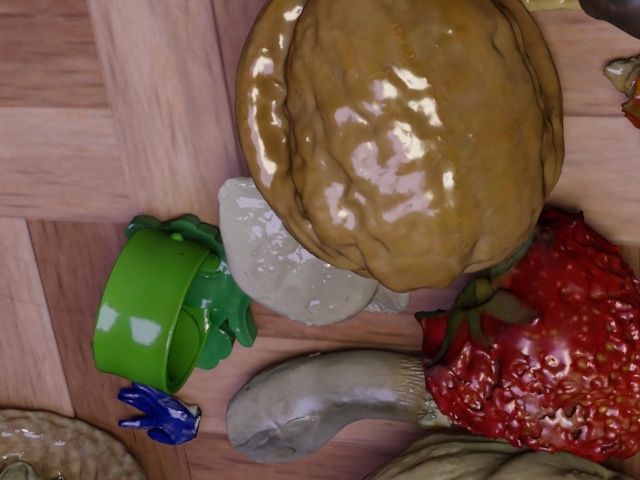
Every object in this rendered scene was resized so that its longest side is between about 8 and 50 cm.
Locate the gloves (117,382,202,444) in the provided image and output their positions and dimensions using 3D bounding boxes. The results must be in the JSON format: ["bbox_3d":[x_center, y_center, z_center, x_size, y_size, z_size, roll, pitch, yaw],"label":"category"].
[{"bbox_3d":[-0.154,0.165,1.544,0.086,0.026,0.064,23,127,7],"label":"gloves"}]

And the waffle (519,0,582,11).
[{"bbox_3d":[0.210,-0.208,1.178,0.152,0.023,0.097,4,122,21],"label":"waffle"}]

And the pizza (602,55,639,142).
[{"bbox_3d":[0.368,-0.069,1.172,0.287,0.074,0.251,44,122,-10],"label":"pizza"}]

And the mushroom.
[{"bbox_3d":[0.025,0.137,1.426,0.223,0.081,0.092,-17,94,27],"label":"mushroom"}]

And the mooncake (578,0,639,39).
[{"bbox_3d":[0.259,-0.259,1.038,0.290,0.161,0.290,8,116,16],"label":"mooncake"}]

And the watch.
[{"bbox_3d":[-0.128,0.069,1.402,0.131,0.152,0.165,18,123,8],"label":"watch"}]

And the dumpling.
[{"bbox_3d":[0.000,0.001,1.344,0.150,0.092,0.176,-11,114,28],"label":"dumpling"}]

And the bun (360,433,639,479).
[{"bbox_3d":[0.176,0.291,1.366,0.365,0.219,0.365,27,155,13],"label":"bun"}]

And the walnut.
[{"bbox_3d":[0.061,-0.095,1.187,0.257,0.224,0.257,-2,97,-14],"label":"walnut"}]

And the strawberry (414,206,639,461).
[{"bbox_3d":[0.183,0.086,1.279,0.201,0.187,0.184,40,159,-3],"label":"strawberry"}]

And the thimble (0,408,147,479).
[{"bbox_3d":[-0.271,0.274,1.552,0.229,0.196,0.148,13,124,13],"label":"thimble"}]
